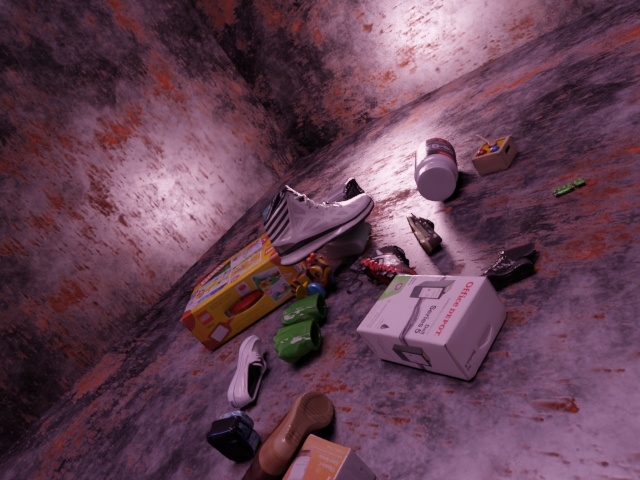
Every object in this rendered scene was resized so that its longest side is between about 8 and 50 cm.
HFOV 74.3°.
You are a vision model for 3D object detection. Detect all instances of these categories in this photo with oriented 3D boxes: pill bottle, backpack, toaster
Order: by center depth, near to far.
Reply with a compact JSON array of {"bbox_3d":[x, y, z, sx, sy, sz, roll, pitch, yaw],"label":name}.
[{"bbox_3d":[-0.212,0.492,1.067,0.104,0.114,0.084,-25,22,23],"label":"backpack"},{"bbox_3d":[0.439,-0.271,1.607,0.161,0.161,0.283,-27,22,26],"label":"pill bottle"},{"bbox_3d":[0.114,-0.193,2.044,0.146,0.129,0.227,-28,23,35],"label":"toaster"}]

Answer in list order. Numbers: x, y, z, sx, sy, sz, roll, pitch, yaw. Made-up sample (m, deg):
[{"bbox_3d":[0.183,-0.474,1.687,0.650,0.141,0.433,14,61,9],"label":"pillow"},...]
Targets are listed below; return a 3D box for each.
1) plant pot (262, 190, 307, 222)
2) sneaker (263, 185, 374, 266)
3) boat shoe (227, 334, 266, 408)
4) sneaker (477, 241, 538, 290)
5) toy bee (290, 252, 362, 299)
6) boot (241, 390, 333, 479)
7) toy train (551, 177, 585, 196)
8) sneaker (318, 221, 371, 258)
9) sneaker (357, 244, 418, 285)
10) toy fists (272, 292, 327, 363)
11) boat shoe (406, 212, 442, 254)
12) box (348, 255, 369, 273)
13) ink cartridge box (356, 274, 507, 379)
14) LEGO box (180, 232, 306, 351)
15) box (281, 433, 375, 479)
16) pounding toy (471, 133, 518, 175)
[{"bbox_3d":[-0.145,-0.103,2.083,0.293,0.235,0.293,-37,16,12],"label":"plant pot"},{"bbox_3d":[-0.011,-0.121,1.571,0.447,0.258,0.169,-33,12,-22],"label":"sneaker"},{"bbox_3d":[-0.210,0.402,1.327,0.084,0.095,0.258,-24,33,23],"label":"boat shoe"},{"bbox_3d":[0.443,0.063,1.016,0.170,0.051,0.089,-26,22,17],"label":"sneaker"},{"bbox_3d":[-0.012,0.116,1.509,0.298,0.162,0.195,-28,19,24],"label":"toy bee"},{"bbox_3d":[-0.084,0.458,0.954,0.207,0.090,0.248,-52,-15,20],"label":"boot"},{"bbox_3d":[0.668,-0.141,1.138,0.083,0.017,0.024,-27,32,26],"label":"toy train"},{"bbox_3d":[0.095,-0.011,1.707,0.255,0.094,0.151,-5,41,41],"label":"sneaker"},{"bbox_3d":[0.225,0.077,1.281,0.135,0.098,0.276,-44,19,-12],"label":"sneaker"},{"bbox_3d":[-0.063,0.276,1.338,0.142,0.096,0.279,-20,22,17],"label":"toy fists"},{"bbox_3d":[0.339,-0.034,1.379,0.073,0.080,0.224,-27,26,10],"label":"boat shoe"},{"bbox_3d":[0.148,0.087,1.508,0.067,0.018,0.083,-44,21,-20],"label":"box"},{"bbox_3d":[0.249,0.184,0.971,0.198,0.115,0.272,-48,22,-28],"label":"ink cartridge box"},{"bbox_3d":[-0.310,0.183,1.816,0.500,0.193,0.372,-34,19,8],"label":"LEGO box"},{"bbox_3d":[-0.003,0.474,0.785,0.130,0.091,0.170,-13,30,49],"label":"box"},{"bbox_3d":[0.613,-0.321,1.511,0.130,0.100,0.141,-9,34,52],"label":"pounding toy"}]
